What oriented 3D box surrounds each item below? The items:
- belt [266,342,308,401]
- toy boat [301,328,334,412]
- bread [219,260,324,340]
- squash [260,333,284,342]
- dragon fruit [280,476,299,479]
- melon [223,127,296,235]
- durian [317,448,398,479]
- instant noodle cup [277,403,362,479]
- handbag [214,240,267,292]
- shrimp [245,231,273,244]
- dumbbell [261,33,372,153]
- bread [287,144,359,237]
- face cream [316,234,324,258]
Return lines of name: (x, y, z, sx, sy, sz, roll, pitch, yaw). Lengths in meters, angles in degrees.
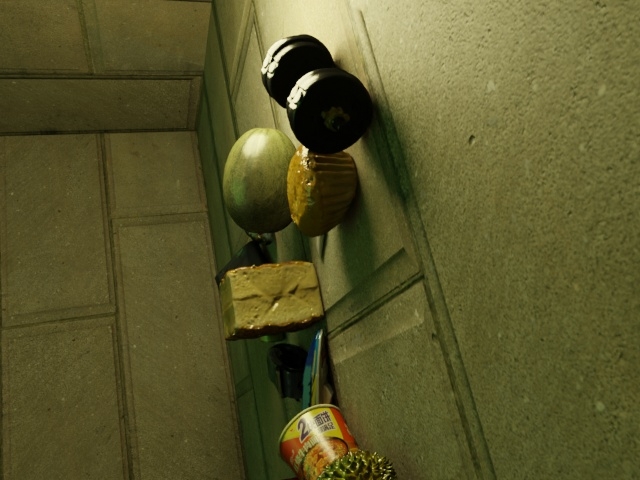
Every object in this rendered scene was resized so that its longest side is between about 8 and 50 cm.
belt: (-0.103, 0.440, 1.731, 0.230, 0.140, 0.126, -149, 56, -64)
toy boat: (-0.006, 0.407, 1.523, 0.129, 0.088, 0.295, 23, -111, -79)
bread: (-0.160, 0.188, 1.616, 0.279, 0.279, 0.207, 131, 132, -68)
squash: (-0.182, 0.284, 2.023, 0.094, 0.094, 0.224, -176, 89, -70)
dragon fruit: (-0.070, 0.866, 1.580, 0.295, 0.302, 0.295, -169, 90, -85)
melon: (-0.173, -0.178, 1.590, 0.248, 0.248, 0.329, -151, 62, -67)
durian: (0.085, 0.593, 1.113, 0.291, 0.225, 0.291, 169, 90, -75)
instant noodle cup: (0.015, 0.571, 1.369, 0.174, 0.213, 0.213, 41, 134, 51)
handbag: (-0.281, 0.179, 2.165, 0.178, 0.275, 0.302, 42, -170, -39)
shrimp: (-0.262, -0.125, 2.065, 0.172, 0.137, 0.372, -46, 51, 18)
dumbbell: (-0.016, -0.342, 1.193, 0.388, 0.185, 0.185, -119, 29, -48)
bread: (-0.006, -0.127, 1.290, 0.240, 0.139, 0.240, 174, 90, -71)
face cream: (0.000, 0.000, 1.491, 0.038, 0.020, 0.115, -119, 27, -47)
